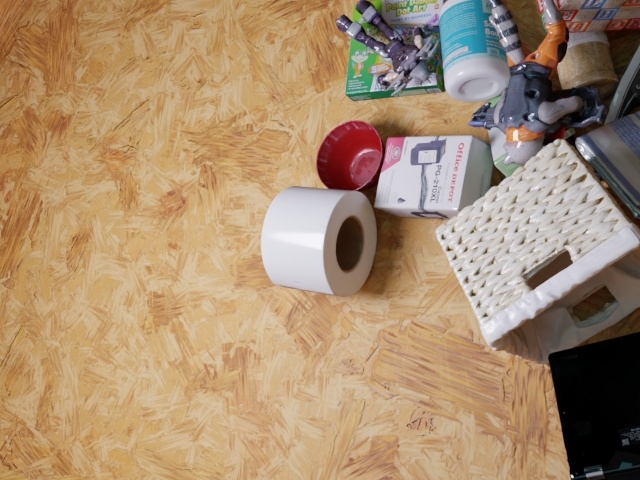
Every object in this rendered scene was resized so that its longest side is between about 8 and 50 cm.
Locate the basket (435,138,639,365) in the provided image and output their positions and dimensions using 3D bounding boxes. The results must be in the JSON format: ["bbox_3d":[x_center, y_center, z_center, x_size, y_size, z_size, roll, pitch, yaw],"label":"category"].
[{"bbox_3d":[0.443,0.034,1.568,0.328,0.331,0.266,-38,60,18],"label":"basket"}]

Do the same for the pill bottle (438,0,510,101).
[{"bbox_3d":[0.344,-0.458,1.850,0.146,0.146,0.264,-13,68,28],"label":"pill bottle"}]

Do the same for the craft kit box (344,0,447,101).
[{"bbox_3d":[0.189,-0.474,2.008,0.250,0.061,0.246,-1,75,30],"label":"craft kit box"}]

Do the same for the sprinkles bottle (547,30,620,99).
[{"bbox_3d":[0.541,-0.473,1.757,0.121,0.121,0.355,-17,70,26],"label":"sprinkles bottle"}]

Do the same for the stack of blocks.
[{"bbox_3d":[0.603,-0.497,1.617,0.297,0.171,0.087,-4,72,-7],"label":"stack of blocks"}]

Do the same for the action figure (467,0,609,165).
[{"bbox_3d":[0.377,-0.304,1.618,0.341,0.179,0.330,-7,85,54],"label":"action figure"}]

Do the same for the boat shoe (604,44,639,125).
[{"bbox_3d":[0.661,-0.321,1.682,0.076,0.080,0.228,27,87,21],"label":"boat shoe"}]

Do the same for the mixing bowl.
[{"bbox_3d":[0.091,-0.187,1.964,0.182,0.098,0.181,-10,72,32],"label":"mixing bowl"}]

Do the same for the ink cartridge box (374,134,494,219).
[{"bbox_3d":[0.253,-0.140,1.832,0.237,0.100,0.171,5,80,44],"label":"ink cartridge box"}]

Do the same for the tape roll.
[{"bbox_3d":[0.000,0.000,1.888,0.169,0.246,0.246,8,82,32],"label":"tape roll"}]

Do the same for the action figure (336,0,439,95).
[{"bbox_3d":[0.171,-0.457,1.932,0.185,0.099,0.285,-44,64,6],"label":"action figure"}]

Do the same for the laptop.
[{"bbox_3d":[0.662,0.386,1.487,0.382,0.236,0.407,-18,48,21],"label":"laptop"}]

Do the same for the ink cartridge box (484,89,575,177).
[{"bbox_3d":[0.440,-0.262,1.765,0.171,0.056,0.235,-36,28,28],"label":"ink cartridge box"}]

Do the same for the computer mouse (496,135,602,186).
[{"bbox_3d":[0.451,-0.120,1.752,0.272,0.072,0.188,-46,60,13],"label":"computer mouse"}]

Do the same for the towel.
[{"bbox_3d":[0.657,-0.166,1.578,0.285,0.034,0.209,-23,61,-17],"label":"towel"}]
